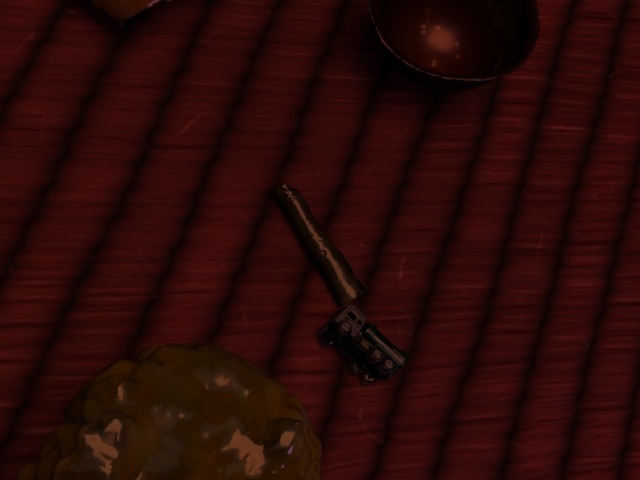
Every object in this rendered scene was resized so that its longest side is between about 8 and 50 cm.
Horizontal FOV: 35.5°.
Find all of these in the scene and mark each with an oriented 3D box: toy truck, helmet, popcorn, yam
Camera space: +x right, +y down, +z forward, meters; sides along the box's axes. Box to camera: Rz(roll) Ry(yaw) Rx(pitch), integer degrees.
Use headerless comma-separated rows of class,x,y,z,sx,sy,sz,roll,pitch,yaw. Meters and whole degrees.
toy truck,0.041,0.097,0.933,0.083,0.039,0.044,43,48,-6
helmet,0.120,-0.209,1.013,0.175,0.106,0.155,-10,76,-17
popcorn,-0.109,0.195,0.747,0.249,0.225,0.249,5,67,-11
yam,0.000,0.000,0.950,0.033,0.027,0.129,-31,89,14

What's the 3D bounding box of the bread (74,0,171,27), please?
bread,-0.189,-0.341,0.907,0.204,0.162,0.262,-35,80,-15
